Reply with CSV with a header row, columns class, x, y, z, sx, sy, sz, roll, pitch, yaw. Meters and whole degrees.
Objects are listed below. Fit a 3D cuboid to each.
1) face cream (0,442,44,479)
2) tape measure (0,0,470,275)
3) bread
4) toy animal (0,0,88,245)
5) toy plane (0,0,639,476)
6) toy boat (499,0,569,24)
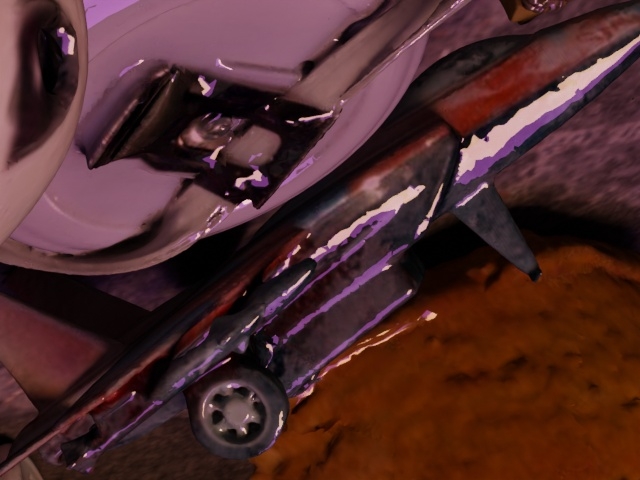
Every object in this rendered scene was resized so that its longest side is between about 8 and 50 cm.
class,x,y,z,sx,sy,sz,roll,pitch,yaw
face cream,-0.258,0.191,0.778,0.269,0.082,0.082,-25,152,-4
tape measure,-0.044,-0.068,0.503,0.178,0.105,0.196,-4,143,-37
bread,0.129,0.105,0.839,0.179,0.194,0.340,-40,145,26
toy animal,-0.134,-0.069,0.364,0.138,0.179,0.166,-19,162,-44
toy plane,0.003,0.007,0.623,0.326,0.104,0.223,-26,-175,12
toy boat,0.088,-0.151,0.528,0.077,0.057,0.200,-12,150,-17
